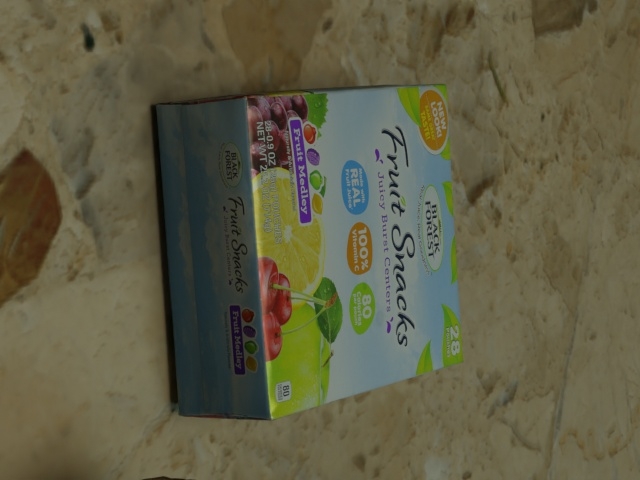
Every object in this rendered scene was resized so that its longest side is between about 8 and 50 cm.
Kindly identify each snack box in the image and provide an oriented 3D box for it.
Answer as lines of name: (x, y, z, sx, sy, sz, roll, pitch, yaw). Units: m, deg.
snack box: (0.000, 0.000, 1.097, 0.207, 0.070, 0.174, -12, 99, -56)

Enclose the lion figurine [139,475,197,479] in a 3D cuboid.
lion figurine: (-0.138, 0.250, 0.808, 0.392, 0.142, 0.240, -12, 91, -57)
